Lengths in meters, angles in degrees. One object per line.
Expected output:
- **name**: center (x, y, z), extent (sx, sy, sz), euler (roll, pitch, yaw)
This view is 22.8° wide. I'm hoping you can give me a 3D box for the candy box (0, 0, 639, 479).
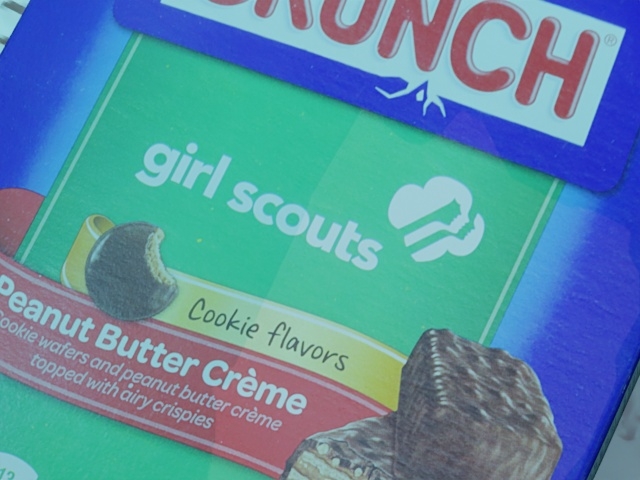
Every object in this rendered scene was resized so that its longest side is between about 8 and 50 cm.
- **candy box**: center (0.000, 0.000, 0.625), extent (0.268, 0.122, 0.317), euler (24, 78, 10)
